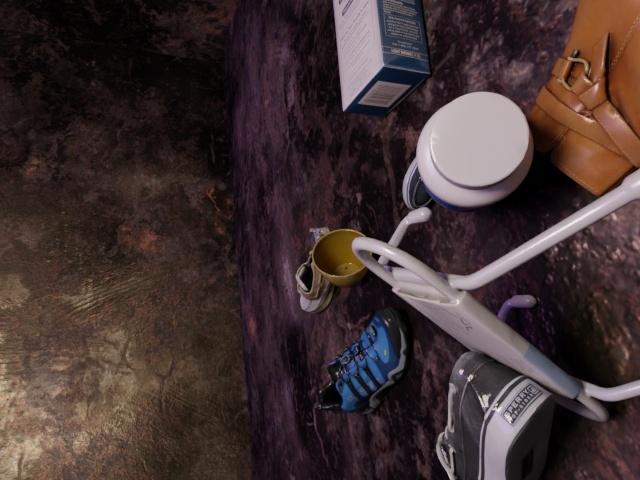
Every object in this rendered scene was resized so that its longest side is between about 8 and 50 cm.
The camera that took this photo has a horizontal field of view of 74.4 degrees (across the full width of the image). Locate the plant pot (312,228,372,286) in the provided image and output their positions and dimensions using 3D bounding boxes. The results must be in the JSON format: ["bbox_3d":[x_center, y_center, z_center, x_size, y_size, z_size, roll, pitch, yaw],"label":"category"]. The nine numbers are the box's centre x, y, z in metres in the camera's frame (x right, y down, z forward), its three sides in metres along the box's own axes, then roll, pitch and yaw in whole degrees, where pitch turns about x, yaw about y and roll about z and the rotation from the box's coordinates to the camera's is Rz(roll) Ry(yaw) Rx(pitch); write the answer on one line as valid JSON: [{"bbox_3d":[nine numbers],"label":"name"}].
[{"bbox_3d":[0.055,0.054,0.971,0.095,0.134,0.134,74,177,-50],"label":"plant pot"}]

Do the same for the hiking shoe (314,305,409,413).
[{"bbox_3d":[0.084,0.262,0.864,0.113,0.132,0.304,-119,36,-50],"label":"hiking shoe"}]

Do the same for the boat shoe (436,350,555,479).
[{"bbox_3d":[0.195,0.253,0.510,0.105,0.113,0.306,35,152,45],"label":"boat shoe"}]

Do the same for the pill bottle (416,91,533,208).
[{"bbox_3d":[0.180,-0.098,0.506,0.221,0.124,0.124,-6,-83,-73],"label":"pill bottle"}]

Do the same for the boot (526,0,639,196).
[{"bbox_3d":[0.286,-0.207,0.436,0.220,0.109,0.283,110,143,-48],"label":"boot"}]

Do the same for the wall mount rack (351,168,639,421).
[{"bbox_3d":[0.215,0.056,0.408,0.130,0.350,0.304,-57,17,-11],"label":"wall mount rack"}]

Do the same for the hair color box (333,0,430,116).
[{"bbox_3d":[0.109,-0.448,0.837,0.174,0.105,0.347,153,114,-65],"label":"hair color box"}]

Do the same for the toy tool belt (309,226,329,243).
[{"bbox_3d":[0.000,0.000,1.177,0.052,0.051,0.083,119,144,-50],"label":"toy tool belt"}]

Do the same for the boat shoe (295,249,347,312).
[{"bbox_3d":[-0.016,0.103,1.147,0.302,0.103,0.113,116,147,-47],"label":"boat shoe"}]

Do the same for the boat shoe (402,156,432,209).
[{"bbox_3d":[0.193,-0.113,0.683,0.083,0.065,0.183,-115,34,-48],"label":"boat shoe"}]
